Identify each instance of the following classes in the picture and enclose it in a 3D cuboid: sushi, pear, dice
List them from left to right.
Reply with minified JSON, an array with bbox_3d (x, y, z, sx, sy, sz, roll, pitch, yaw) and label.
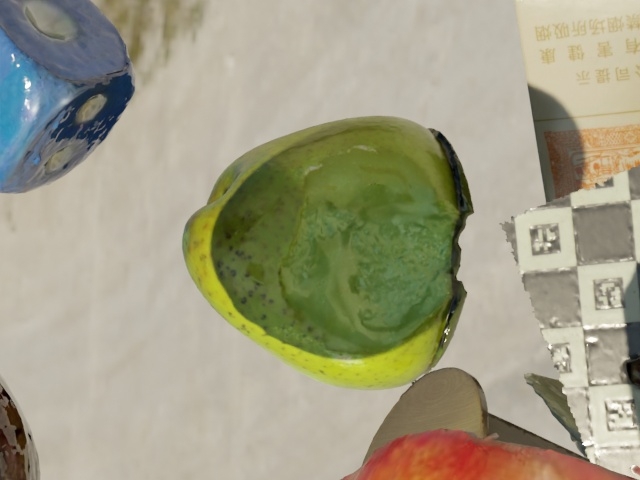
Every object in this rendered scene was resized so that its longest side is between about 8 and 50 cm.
[{"bbox_3d":[-0.250,-0.132,1.330,0.146,0.143,0.146,45,119,13],"label":"dice"},{"bbox_3d":[0.000,0.000,1.556,0.159,0.292,0.293,164,110,-74],"label":"pear"},{"bbox_3d":[0.265,0.081,1.126,0.043,0.192,0.280,2,-113,-68],"label":"sushi"}]

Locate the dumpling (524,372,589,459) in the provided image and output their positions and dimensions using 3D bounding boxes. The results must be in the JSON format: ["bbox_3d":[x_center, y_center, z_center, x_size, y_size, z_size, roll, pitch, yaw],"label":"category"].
[{"bbox_3d":[0.310,0.191,1.387,0.227,0.243,0.175,-52,-47,-79],"label":"dumpling"}]

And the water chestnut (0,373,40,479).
[{"bbox_3d":[-0.290,0.158,1.029,0.238,0.223,0.224,23,-109,-84],"label":"water chestnut"}]

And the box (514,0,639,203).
[{"bbox_3d":[0.326,-0.090,1.651,0.051,0.204,0.365,-48,-50,-63],"label":"box"}]

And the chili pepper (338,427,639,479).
[{"bbox_3d":[0.093,0.264,0.736,0.229,0.251,0.305,121,164,-70],"label":"chili pepper"}]

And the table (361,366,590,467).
[{"bbox_3d":[0.160,0.214,1.207,0.167,0.226,0.167,-49,25,34],"label":"table"}]
